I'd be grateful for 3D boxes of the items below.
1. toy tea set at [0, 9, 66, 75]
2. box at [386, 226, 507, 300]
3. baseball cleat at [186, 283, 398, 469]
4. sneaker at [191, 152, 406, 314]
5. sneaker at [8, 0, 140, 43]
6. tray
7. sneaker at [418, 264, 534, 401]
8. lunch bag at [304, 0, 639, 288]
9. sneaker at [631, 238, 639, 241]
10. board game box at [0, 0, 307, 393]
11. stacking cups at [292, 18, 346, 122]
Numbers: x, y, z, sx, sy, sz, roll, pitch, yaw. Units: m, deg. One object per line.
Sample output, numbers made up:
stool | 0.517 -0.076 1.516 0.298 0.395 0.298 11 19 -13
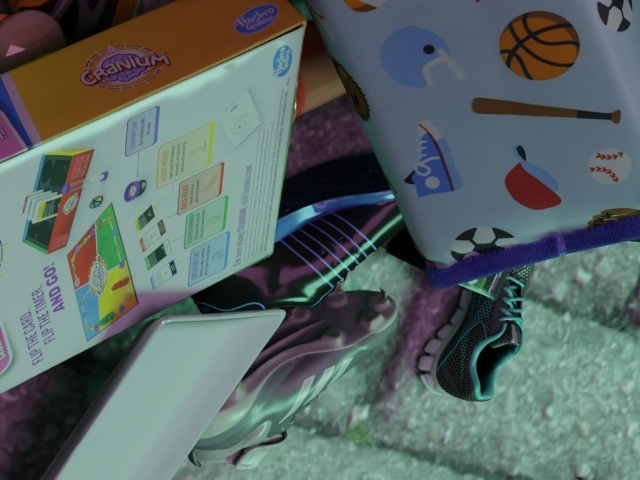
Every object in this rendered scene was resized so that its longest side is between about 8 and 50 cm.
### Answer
toy tea set | -0.252 -0.191 1.191 0.336 0.124 0.200 32 82 -49
box | 0.110 0.007 1.660 0.083 0.062 0.052 23 92 -37
baseball cleat | -0.026 0.114 1.617 0.206 0.072 0.109 -25 133 -19
sneaker | 0.000 0.000 1.579 0.232 0.081 0.090 -19 120 -20
sneaker | -0.158 -0.237 1.381 0.083 0.084 0.215 5 105 -30
tray | -0.144 0.146 1.496 0.145 0.030 0.270 -2 133 -54
sneaker | 0.152 0.066 1.701 0.065 0.076 0.166 22 94 -38
lunch bag | 0.117 -0.212 1.438 0.239 0.385 0.328 -13 124 18
sneaker | 0.395 -0.162 1.753 0.447 0.169 0.257 -34 132 -10
board game box | -0.163 -0.022 1.324 0.316 0.064 0.242 -27 148 -28
stacking cups | -0.117 -0.078 1.469 0.316 0.096 0.096 -24 119 -29
